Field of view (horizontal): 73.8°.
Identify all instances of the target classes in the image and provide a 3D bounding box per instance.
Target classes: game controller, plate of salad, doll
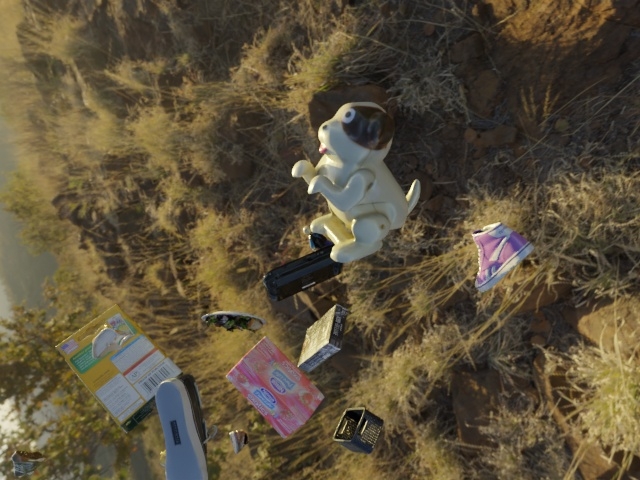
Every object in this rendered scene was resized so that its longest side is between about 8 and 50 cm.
[{"bbox_3d":[-0.058,0.124,1.601,0.166,0.319,0.067,85,159,-54],"label":"game controller"},{"bbox_3d":[-0.272,0.261,1.340,0.200,0.200,0.048,-28,53,51],"label":"plate of salad"},{"bbox_3d":[0.000,0.000,1.791,0.189,0.129,0.046,37,139,-25],"label":"doll"}]

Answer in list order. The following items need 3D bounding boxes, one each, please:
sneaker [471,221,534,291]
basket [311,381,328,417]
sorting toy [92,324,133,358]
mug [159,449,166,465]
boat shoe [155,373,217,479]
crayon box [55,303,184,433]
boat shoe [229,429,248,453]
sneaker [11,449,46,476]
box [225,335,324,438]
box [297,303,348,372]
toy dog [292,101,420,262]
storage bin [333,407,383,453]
[{"bbox_3d":[0.534,0.044,1.347,0.161,0.102,0.282,44,149,19],"label":"sneaker"},{"bbox_3d":[-0.093,0.748,1.925,0.204,0.227,0.154,-40,71,52],"label":"basket"},{"bbox_3d":[-0.494,0.240,1.024,0.083,0.075,0.045,-46,61,5],"label":"sorting toy"},{"bbox_3d":[-0.566,0.829,1.610,0.064,0.078,0.062,4,79,32],"label":"mug"},{"bbox_3d":[-0.320,0.485,1.045,0.113,0.105,0.306,-23,79,21],"label":"boat shoe"},{"bbox_3d":[-0.577,0.362,1.243,0.323,0.203,0.083,37,147,21],"label":"crayon box"},{"bbox_3d":[-0.334,0.840,1.781,0.183,0.066,0.066,97,155,-53],"label":"boat shoe"},{"bbox_3d":[-1.128,0.857,1.625,0.064,0.086,0.192,28,154,9],"label":"sneaker"},{"bbox_3d":[-0.157,0.507,1.484,0.300,0.142,0.154,45,127,6],"label":"box"},{"bbox_3d":[0.011,0.496,2.162,0.077,0.242,0.307,31,131,-14],"label":"box"},{"bbox_3d":[0.122,-0.193,1.247,0.284,0.396,0.407,-111,9,-58],"label":"toy dog"},{"bbox_3d":[0.131,0.664,1.493,0.084,0.122,0.180,33,151,-4],"label":"storage bin"}]
